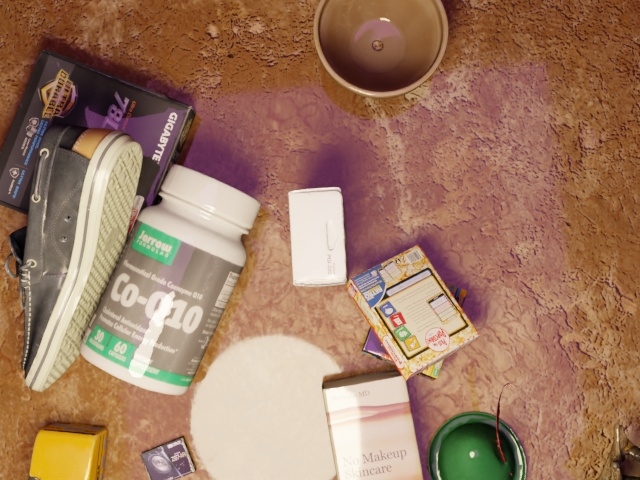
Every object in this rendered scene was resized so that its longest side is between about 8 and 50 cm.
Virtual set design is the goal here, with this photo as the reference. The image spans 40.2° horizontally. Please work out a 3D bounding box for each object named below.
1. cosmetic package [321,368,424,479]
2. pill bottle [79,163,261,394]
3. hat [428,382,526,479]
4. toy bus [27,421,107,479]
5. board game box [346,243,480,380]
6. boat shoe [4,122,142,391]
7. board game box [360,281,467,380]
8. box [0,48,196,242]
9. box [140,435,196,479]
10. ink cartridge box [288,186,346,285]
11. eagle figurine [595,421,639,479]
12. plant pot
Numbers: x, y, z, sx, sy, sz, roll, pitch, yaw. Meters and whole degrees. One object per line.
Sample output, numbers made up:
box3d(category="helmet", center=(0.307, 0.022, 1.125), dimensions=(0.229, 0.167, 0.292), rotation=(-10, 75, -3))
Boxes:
box3d(category="cosmetic package", center=(0.099, 0.385, 1.523), dimensions=(0.153, 0.129, 0.296), rotation=(-11, 86, 0))
box3d(category="pill bottle", center=(-0.252, 0.065, 1.511), dimensions=(0.204, 0.204, 0.361), rotation=(23, 87, 2))
box3d(category="hat", center=(0.275, 0.373, 1.486), dimensions=(0.173, 0.183, 0.208), rotation=(-24, 80, -4))
box3d(category="toy bus", center=(-0.452, 0.495, 1.525), dimensions=(0.108, 0.130, 0.332), rotation=(6, 87, 0))
box3d(category="board game box", center=(0.157, 0.121, 1.501), dimensions=(0.147, 0.045, 0.193), rotation=(-25, 70, -19))
box3d(category="boat shoe", center=(-0.437, 0.029, 1.480), dimensions=(0.156, 0.187, 0.500), rotation=(22, 113, 7))
box3d(category="board game box", center=(0.167, 0.145, 1.560), dimensions=(0.141, 0.048, 0.170), rotation=(21, 75, 1))
box3d(category="box", center=(-0.417, -0.158, 1.594), dimensions=(0.293, 0.073, 0.295), rotation=(22, 88, 3))
box3d(category="box", center=(-0.275, 0.401, 1.583), dimensions=(0.083, 0.018, 0.067), rotation=(-21, 87, 0))
box3d(category="ink cartridge box", center=(0.000, 0.000, 1.503), dimensions=(0.092, 0.218, 0.158), rotation=(-3, 86, 1))
box3d(category="eagle figurine", center=(0.632, 0.409, 1.488), dimensions=(0.298, 0.226, 0.225), rotation=(15, 67, 7))
box3d(category="plant pot", center=(0.106, -0.366, 1.577), dimensions=(0.237, 0.110, 0.237), rotation=(0, 88, 1))
